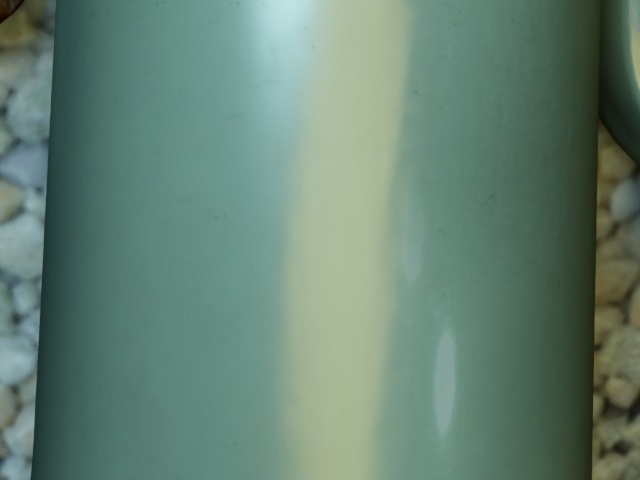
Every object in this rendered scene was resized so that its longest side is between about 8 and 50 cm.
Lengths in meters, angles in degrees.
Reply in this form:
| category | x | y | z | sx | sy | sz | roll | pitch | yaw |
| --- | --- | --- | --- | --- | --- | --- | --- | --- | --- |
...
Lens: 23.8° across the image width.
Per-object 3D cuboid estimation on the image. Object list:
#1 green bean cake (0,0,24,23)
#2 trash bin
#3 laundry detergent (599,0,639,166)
| category | x | y | z | sx | sy | sz | roll | pitch | yaw |
| --- | --- | --- | --- | --- | --- | --- | --- | --- | --- |
| green bean cake | -0.229 | -0.193 | 0.671 | 0.097 | 0.198 | 0.232 | 1 | 109 | 28 |
| trash bin | 0.000 | 0.000 | 0.720 | 0.280 | 0.280 | 0.432 | 0 | 101 | -10 |
| laundry detergent | 0.244 | -0.112 | 0.818 | 0.215 | 0.105 | 0.280 | 4 | 102 | -13 |
